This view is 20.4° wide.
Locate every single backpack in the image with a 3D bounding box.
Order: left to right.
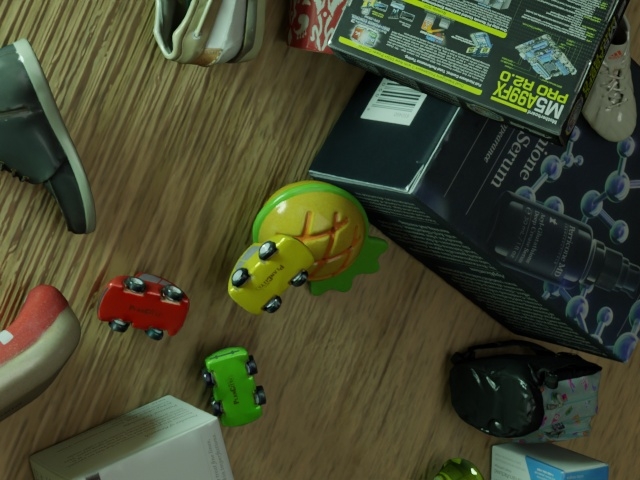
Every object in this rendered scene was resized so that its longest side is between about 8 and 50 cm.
[{"bbox_3d":[0.261,0.190,2.181,0.182,0.152,0.115,-1,104,-45],"label":"backpack"}]

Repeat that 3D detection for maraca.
[{"bbox_3d":[0.000,0.000,1.998,0.127,0.099,0.186,-32,136,14],"label":"maraca"}]

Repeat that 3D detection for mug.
[{"bbox_3d":[0.036,-0.289,1.955,0.150,0.113,0.169,9,99,3],"label":"mug"}]

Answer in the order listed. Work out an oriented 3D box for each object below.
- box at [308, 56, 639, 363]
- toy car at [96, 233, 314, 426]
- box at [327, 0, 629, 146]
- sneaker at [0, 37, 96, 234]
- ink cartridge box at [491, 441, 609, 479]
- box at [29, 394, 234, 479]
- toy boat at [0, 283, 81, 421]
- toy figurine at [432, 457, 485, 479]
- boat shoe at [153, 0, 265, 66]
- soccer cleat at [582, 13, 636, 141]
[{"bbox_3d":[0.239,-0.086,2.068,0.395,0.212,0.293,36,78,-32],"label":"box"},{"bbox_3d":[-0.113,0.104,1.954,0.239,0.053,0.225,-15,121,-5],"label":"toy car"},{"bbox_3d":[0.173,-0.247,1.860,0.216,0.270,0.060,-67,164,-3],"label":"box"},{"bbox_3d":[-0.312,-0.089,1.809,0.118,0.083,0.222,-24,118,-7],"label":"sneaker"},{"bbox_3d":[0.281,0.357,2.210,0.082,0.140,0.190,-3,99,-33],"label":"ink cartridge box"},{"bbox_3d":[-0.192,0.289,1.912,0.182,0.119,0.181,-22,110,-28],"label":"box"},{"bbox_3d":[-0.358,0.112,1.783,0.231,0.151,0.151,-34,85,-24],"label":"toy boat"},{"bbox_3d":[0.121,0.462,2.107,0.217,0.191,0.362,-9,102,-26],"label":"toy figurine"},{"bbox_3d":[-0.121,-0.331,1.856,0.103,0.113,0.302,-12,105,-36],"label":"boat shoe"},{"bbox_3d":[0.308,-0.193,1.923,0.068,0.076,0.196,-30,113,-26],"label":"soccer cleat"}]
